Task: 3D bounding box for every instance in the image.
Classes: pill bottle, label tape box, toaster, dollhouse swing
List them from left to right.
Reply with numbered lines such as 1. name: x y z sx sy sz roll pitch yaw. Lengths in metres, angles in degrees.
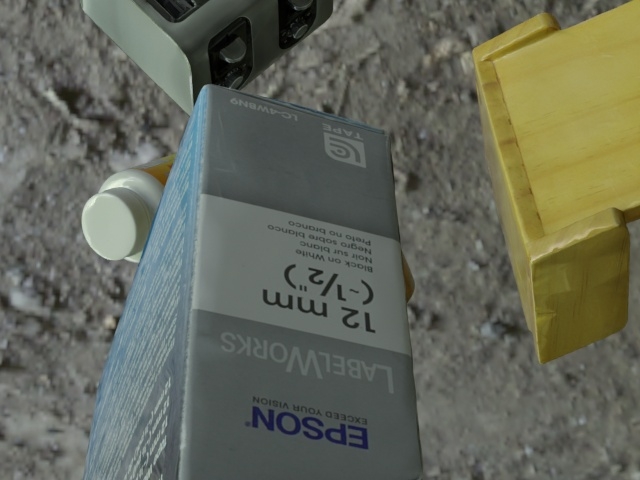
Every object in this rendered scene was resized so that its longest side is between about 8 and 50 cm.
1. pill bottle: -0.199 -0.042 1.581 0.117 0.215 0.117 9 109 27
2. toaster: -0.100 -0.223 1.057 0.168 0.186 0.110 -40 166 -19
3. label tape box: -0.048 0.130 0.600 0.115 0.348 0.249 13 130 -15
4. dollhouse swing: 0.372 -0.092 1.559 0.305 0.347 0.315 -13 142 4

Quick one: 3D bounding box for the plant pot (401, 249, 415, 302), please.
1. plant pot: -0.017 -0.025 1.697 0.237 0.237 0.254 -13 114 7
